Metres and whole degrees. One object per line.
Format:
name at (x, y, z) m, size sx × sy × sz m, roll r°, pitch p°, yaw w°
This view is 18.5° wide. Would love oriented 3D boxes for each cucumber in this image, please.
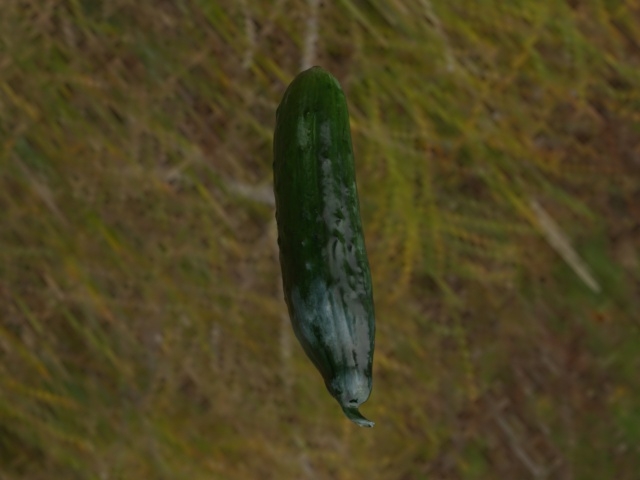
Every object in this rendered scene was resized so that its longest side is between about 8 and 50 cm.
cucumber at (0.000, 0.000, 0.777) m, size 0.037 × 0.155 × 0.037 m, roll -6°, pitch 160°, yaw -2°
